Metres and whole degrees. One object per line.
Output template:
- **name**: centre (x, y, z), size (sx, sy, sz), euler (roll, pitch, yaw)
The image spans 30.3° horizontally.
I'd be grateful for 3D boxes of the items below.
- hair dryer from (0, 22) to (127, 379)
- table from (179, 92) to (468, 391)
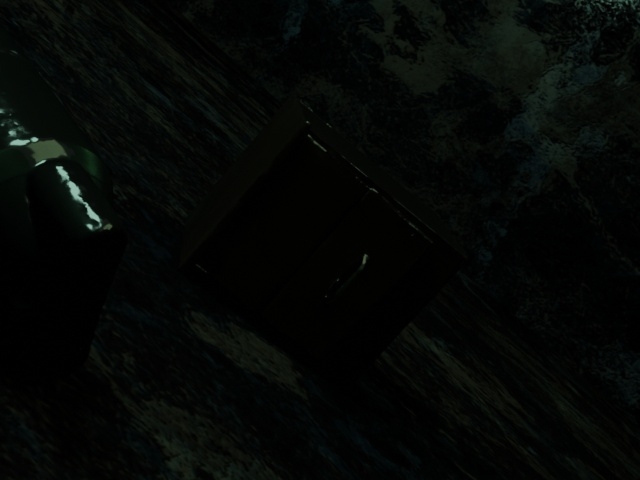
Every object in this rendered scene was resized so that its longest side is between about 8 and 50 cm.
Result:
- **hair dryer**: centre (-0.248, -0.052, 0.606), size (0.302, 0.116, 0.244), euler (12, 28, -48)
- **table**: centre (0.000, 0.000, 1.083), size (0.193, 0.169, 0.172), euler (40, 9, -14)
